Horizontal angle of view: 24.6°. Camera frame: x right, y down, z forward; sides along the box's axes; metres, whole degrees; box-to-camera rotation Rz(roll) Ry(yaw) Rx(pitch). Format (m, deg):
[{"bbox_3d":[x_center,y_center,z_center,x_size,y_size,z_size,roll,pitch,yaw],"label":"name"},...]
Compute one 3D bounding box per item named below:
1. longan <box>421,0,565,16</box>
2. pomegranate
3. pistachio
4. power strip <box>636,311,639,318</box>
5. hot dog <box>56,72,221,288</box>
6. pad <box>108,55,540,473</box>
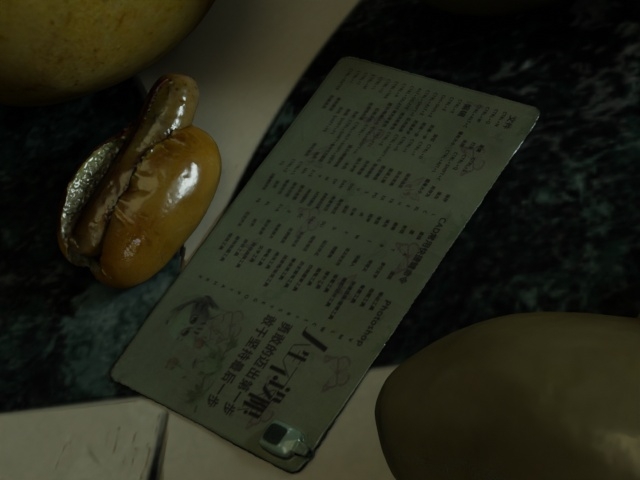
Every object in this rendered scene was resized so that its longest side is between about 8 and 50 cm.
[{"bbox_3d":[0.117,-0.218,0.879,0.189,0.189,0.189,-14,50,17],"label":"longan"},{"bbox_3d":[-0.183,-0.215,0.980,0.260,0.260,0.260,-14,50,17],"label":"pomegranate"},{"bbox_3d":[0.125,0.100,0.654,0.226,0.136,0.136,11,61,40],"label":"pistachio"},{"bbox_3d":[0.314,0.073,0.613,0.387,0.066,0.092,21,69,37],"label":"power strip"},{"bbox_3d":[-0.109,-0.038,0.919,0.090,0.060,0.140,27,67,34],"label":"hot dog"},{"bbox_3d":[0.000,0.000,0.868,0.159,0.009,0.265,20,66,38],"label":"pad"}]
